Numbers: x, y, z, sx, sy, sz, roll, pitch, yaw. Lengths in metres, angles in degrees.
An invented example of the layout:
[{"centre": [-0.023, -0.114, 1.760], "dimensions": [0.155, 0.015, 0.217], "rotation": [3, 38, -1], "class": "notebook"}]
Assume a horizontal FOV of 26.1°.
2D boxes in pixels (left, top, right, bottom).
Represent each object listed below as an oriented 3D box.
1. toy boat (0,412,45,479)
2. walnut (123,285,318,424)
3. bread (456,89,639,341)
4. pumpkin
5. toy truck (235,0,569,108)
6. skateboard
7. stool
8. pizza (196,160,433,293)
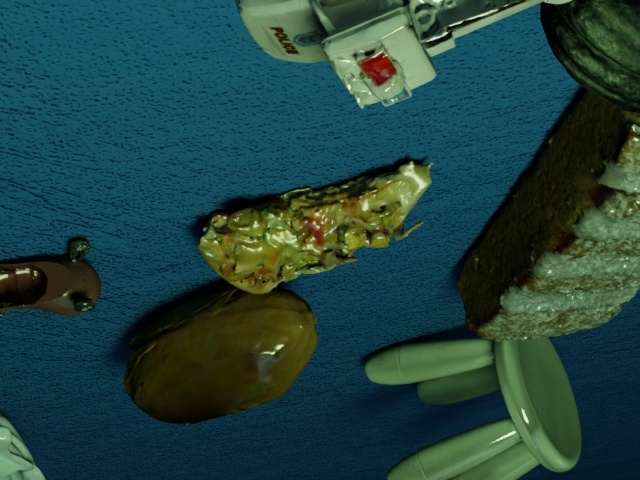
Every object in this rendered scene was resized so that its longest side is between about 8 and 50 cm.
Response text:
[{"centre": [-0.409, 0.252, 1.548], "dimensions": [0.199, 0.100, 0.290], "rotation": [-4, 153, -21], "class": "toy boat"}, {"centre": [-0.103, 0.118, 1.405], "dimensions": [0.245, 0.137, 0.137], "rotation": [-30, 150, 30], "class": "walnut"}, {"centre": [0.272, -0.024, 1.326], "dimensions": [0.165, 0.113, 0.416], "rotation": [-3, 153, -17], "class": "bread"}, {"centre": [0.250, -0.184, 0.917], "dimensions": [0.220, 0.162, 0.220], "rotation": [-36, 164, -12], "class": "pumpkin"}, {"centre": [0.048, -0.174, 0.845], "dimensions": [0.213, 0.177, 0.161], "rotation": [-21, 154, 12], "class": "toy truck"}, {"centre": [-0.277, 0.046, 1.262], "dimensions": [0.151, 0.067, 0.080], "rotation": [-5, 163, -6], "class": "skateboard"}, {"centre": [0.185, 0.203, 1.649], "dimensions": [0.198, 0.195, 0.195], "rotation": [-20, 154, 23], "class": "stool"}, {"centre": [0.000, 0.000, 1.289], "dimensions": [0.226, 0.069, 0.147], "rotation": [-13, 152, -3], "class": "pizza"}]
